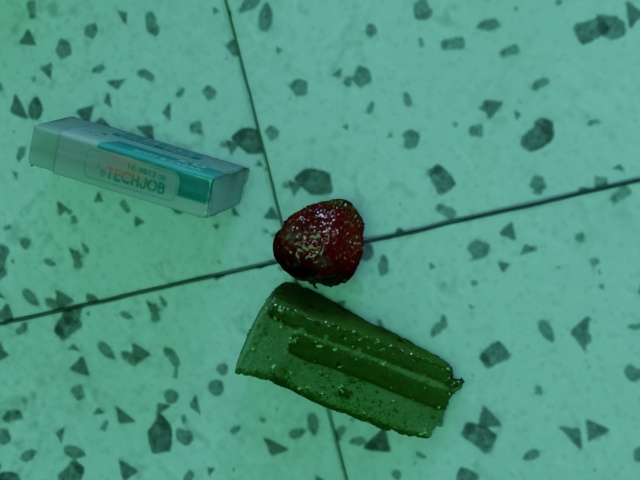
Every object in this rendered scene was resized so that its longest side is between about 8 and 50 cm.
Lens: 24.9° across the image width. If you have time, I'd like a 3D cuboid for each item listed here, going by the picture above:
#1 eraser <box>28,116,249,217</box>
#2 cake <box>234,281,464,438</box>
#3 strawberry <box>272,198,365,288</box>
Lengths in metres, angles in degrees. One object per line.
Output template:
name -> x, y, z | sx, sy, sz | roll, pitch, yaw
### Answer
eraser -> -0.202, -0.083, 1.606 | 0.225, 0.095, 0.052 | 17, 107, 16
cake -> 0.027, 0.139, 1.559 | 0.235, 0.099, 0.100 | 27, 107, 13
strawberry -> 0.001, 0.000, 1.553 | 0.106, 0.106, 0.106 | 3, 99, 19
